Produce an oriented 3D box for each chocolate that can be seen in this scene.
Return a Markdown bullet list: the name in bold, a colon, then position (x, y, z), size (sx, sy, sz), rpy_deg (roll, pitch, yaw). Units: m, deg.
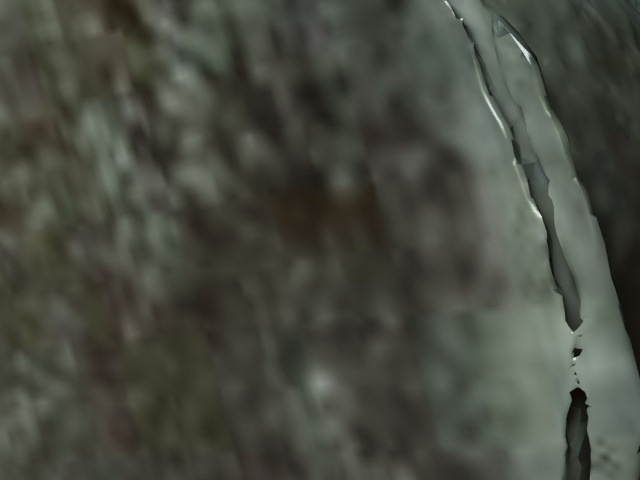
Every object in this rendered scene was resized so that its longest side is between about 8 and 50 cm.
- **chocolate**: position (0.000, 0.000, 0.549), size (0.303, 0.213, 0.303), rpy_deg (10, 107, 36)
